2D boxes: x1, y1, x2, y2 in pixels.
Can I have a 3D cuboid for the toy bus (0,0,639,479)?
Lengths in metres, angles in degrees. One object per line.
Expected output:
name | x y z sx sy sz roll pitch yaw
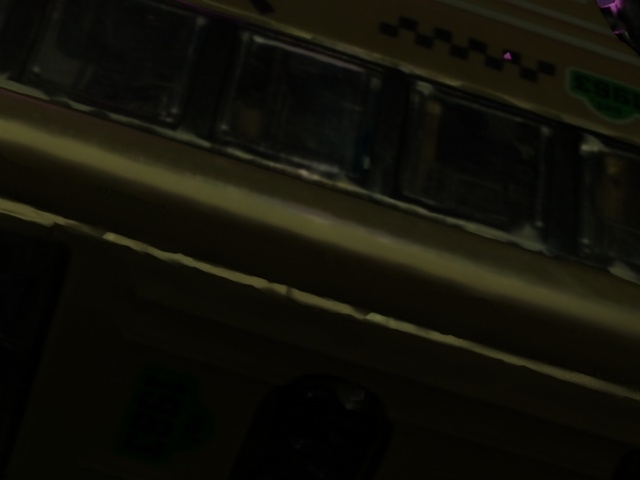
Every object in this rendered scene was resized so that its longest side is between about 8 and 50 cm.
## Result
toy bus | 0.000 0.000 0.550 0.365 0.177 0.202 16 42 -7
